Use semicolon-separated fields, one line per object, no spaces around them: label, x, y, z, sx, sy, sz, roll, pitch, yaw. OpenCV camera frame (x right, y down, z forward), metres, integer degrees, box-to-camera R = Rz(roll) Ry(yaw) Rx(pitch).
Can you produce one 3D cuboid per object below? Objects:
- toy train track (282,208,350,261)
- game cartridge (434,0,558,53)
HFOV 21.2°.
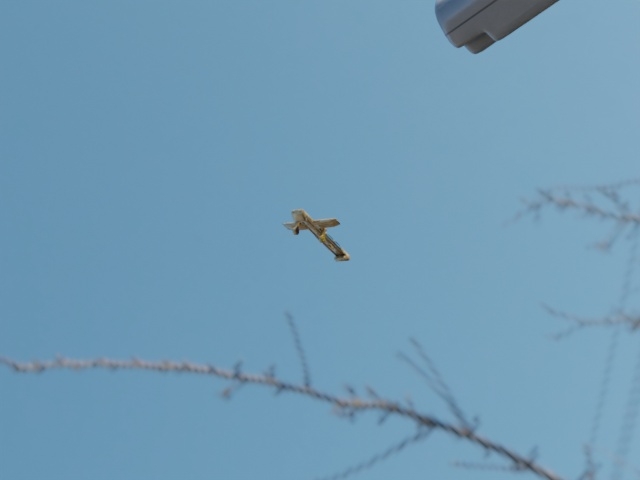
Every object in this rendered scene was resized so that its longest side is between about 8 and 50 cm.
toy train track;0.000;0.000;1.360;0.083;0.048;0.014;43;-131;-50
game cartridge;0.199;-0.228;1.213;0.196;0.060;0.294;-29;7;25
